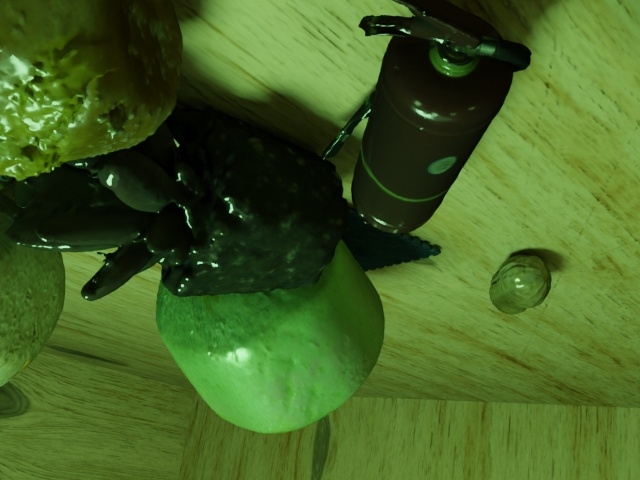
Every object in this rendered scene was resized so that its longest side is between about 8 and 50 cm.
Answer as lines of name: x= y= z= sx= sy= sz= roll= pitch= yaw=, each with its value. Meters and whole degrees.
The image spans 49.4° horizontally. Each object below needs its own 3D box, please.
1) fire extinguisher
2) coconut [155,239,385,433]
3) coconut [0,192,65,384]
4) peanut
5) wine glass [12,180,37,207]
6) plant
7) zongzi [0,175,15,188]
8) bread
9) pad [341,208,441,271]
fire extinguisher: x=0.074 y=-0.102 z=0.586 sx=0.141 sy=0.105 sz=0.341 roll=7 pitch=164 yaw=0
coconut: x=-0.067 y=0.119 z=0.982 sx=0.328 sy=0.281 sz=0.329 roll=-2 pitch=125 yaw=-3
coconut: x=-0.580 y=0.052 z=0.944 sx=0.415 sy=0.345 sz=0.415 roll=9 pitch=161 yaw=3
peanut: x=0.296 y=0.069 z=1.033 sx=0.080 sy=0.080 sz=0.174 roll=7 pitch=164 yaw=4
wine glass: x=-0.304 y=-0.043 z=0.938 sx=0.092 sy=0.093 sz=0.202 roll=-6 pitch=157 yaw=35
plant: x=-0.142 y=-0.047 z=0.716 sx=0.320 sy=0.194 sz=0.182 roll=10 pitch=128 yaw=-33
zongzi: x=-0.369 y=-0.107 z=0.810 sx=0.220 sy=0.112 sz=0.242 roll=-12 pitch=177 yaw=16
bread: x=-0.243 y=-0.138 z=0.516 sx=0.246 sy=0.176 sz=0.195 roll=2 pitch=159 yaw=15
pad: x=0.000 y=0.000 z=1.054 sx=0.269 sy=0.012 sz=0.269 roll=20 pitch=158 yaw=-31
